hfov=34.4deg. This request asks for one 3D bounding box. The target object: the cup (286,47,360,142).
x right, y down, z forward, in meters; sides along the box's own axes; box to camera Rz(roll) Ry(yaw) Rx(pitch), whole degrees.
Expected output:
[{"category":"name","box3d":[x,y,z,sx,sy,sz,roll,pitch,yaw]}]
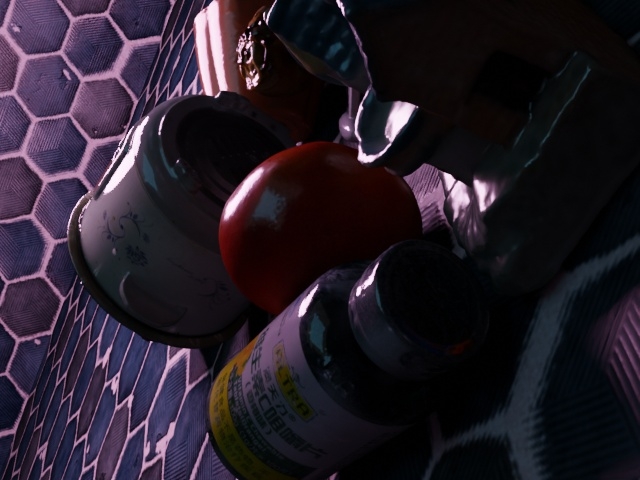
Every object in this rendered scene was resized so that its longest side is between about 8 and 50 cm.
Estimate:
[{"category":"cup","box3d":[0.034,-0.262,1.167,0.173,0.168,0.299,-97,6,-74]}]

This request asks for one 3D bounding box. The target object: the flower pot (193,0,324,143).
[{"category":"flower pot","box3d":[-0.077,-0.219,1.404,0.191,0.191,0.173,-37,51,56]}]

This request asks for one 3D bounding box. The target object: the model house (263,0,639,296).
[{"category":"model house","box3d":[0.045,-0.142,0.770,0.194,0.325,0.267,-57,23,26]}]

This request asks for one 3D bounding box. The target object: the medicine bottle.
[{"category":"medicine bottle","box3d":[0.019,0.108,0.867,0.293,0.141,0.141,-44,32,49]}]

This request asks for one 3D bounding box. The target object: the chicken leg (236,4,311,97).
[{"category":"chicken leg","box3d":[-0.011,-0.278,1.304,0.251,0.107,0.087,-46,19,-19]}]

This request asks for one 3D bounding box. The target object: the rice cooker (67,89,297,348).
[{"category":"rice cooker","box3d":[-0.162,-0.019,1.294,0.316,0.264,0.316,-54,14,20]}]

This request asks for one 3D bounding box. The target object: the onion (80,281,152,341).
[{"category":"onion","box3d":[-0.217,0.043,1.523,0.207,0.201,0.200,14,-83,-78]}]

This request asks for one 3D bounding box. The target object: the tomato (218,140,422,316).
[{"category":"tomato","box3d":[0.000,0.000,0.956,0.195,0.195,0.136,-45,36,49]}]
